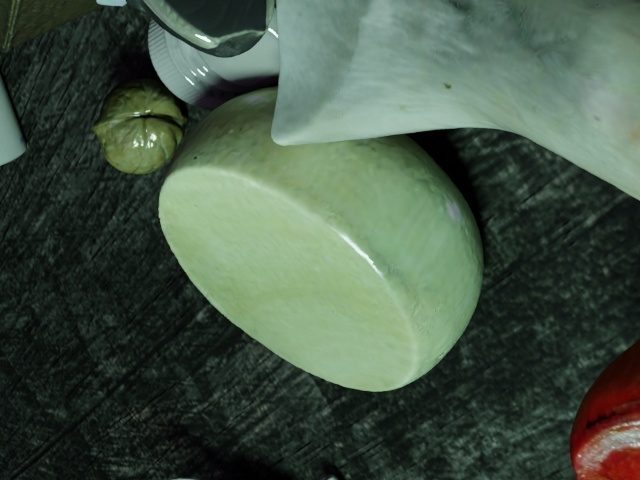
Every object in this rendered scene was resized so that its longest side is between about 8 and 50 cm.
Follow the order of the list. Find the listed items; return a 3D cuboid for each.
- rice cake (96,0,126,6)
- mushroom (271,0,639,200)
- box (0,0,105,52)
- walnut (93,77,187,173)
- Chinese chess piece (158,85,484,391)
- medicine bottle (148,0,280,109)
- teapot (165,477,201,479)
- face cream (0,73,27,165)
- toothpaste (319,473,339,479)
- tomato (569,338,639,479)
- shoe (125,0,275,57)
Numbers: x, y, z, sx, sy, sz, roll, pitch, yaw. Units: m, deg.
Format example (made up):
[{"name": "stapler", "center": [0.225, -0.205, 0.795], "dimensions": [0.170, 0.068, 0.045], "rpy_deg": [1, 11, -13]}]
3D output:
[{"name": "rice cake", "center": [-0.115, -0.250, 1.186], "dimensions": [0.040, 0.085, 0.226], "rpy_deg": [62, 149, 10]}, {"name": "mushroom", "center": [0.139, -0.095, 0.908], "dimensions": [0.397, 0.126, 0.177], "rpy_deg": [22, 116, 38]}, {"name": "box", "center": [-0.230, -0.310, 1.242], "dimensions": [0.184, 0.143, 0.273], "rpy_deg": [51, 148, 13]}, {"name": "walnut", "center": [-0.159, -0.100, 1.373], "dimensions": [0.092, 0.092, 0.092], "rpy_deg": [34, 140, 35]}, {"name": "Chinese chess piece", "center": [0.000, 0.000, 1.151], "dimensions": [0.250, 0.101, 0.250], "rpy_deg": [28, 150, 18]}, {"name": "medicine bottle", "center": [-0.047, -0.163, 1.142], "dimensions": [0.168, 0.105, 0.105], "rpy_deg": [-18, 100, 58]}, {"name": "teapot", "center": [-0.056, 0.339, 1.534], "dimensions": [0.298, 0.139, 0.204], "rpy_deg": [40, 146, 27]}, {"name": "face cream", "center": [-0.378, -0.197, 1.601], "dimensions": [0.077, 0.077, 0.250], "rpy_deg": [11, 124, 50]}, {"name": "toothpaste", "center": [0.062, 0.313, 1.452], "dimensions": [0.218, 0.033, 0.052], "rpy_deg": [57, 153, -4]}, {"name": "tomato", "center": [0.268, 0.100, 0.886], "dimensions": [0.233, 0.140, 0.200], "rpy_deg": [21, 153, -4]}, {"name": "shoe", "center": [-0.111, -0.204, 1.062], "dimensions": [0.227, 0.099, 0.112], "rpy_deg": [54, 160, 16]}]
